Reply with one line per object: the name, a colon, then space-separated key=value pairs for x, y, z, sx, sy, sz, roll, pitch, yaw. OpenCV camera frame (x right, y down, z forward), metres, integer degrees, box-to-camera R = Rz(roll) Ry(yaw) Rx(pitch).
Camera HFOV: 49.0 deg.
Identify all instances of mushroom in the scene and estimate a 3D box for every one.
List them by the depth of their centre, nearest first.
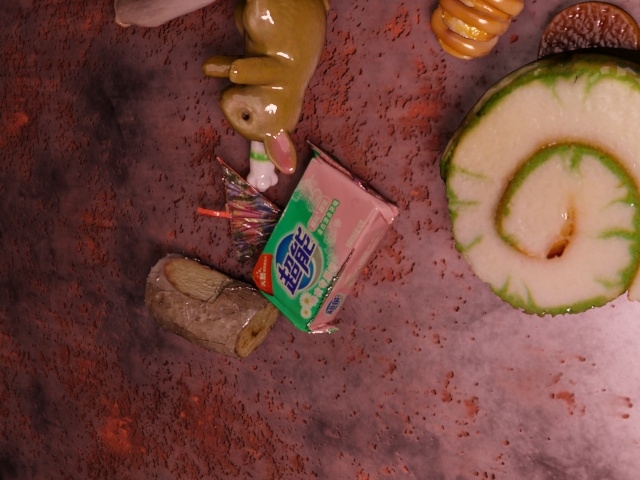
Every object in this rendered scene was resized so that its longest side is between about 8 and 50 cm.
mushroom: x=-0.273 y=-0.479 z=1.325 sx=0.351 sy=0.097 sz=0.109 roll=-13 pitch=88 yaw=36

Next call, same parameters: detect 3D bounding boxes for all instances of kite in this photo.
kite: x=-0.142 y=-0.050 z=1.304 sx=0.189 sy=0.009 sz=0.232 roll=5 pitch=122 yaw=11

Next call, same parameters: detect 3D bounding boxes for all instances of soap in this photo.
soap: x=0.002 y=0.000 z=1.207 sx=0.218 sy=0.098 sz=0.273 roll=42 pitch=115 yaw=28

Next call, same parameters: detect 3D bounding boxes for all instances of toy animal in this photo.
toy animal: x=-0.104 y=-0.258 z=1.187 sx=0.181 sy=0.180 sz=0.363 roll=-139 pitch=62 yaw=-67

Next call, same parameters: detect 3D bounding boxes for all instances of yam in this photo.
yam: x=-0.208 y=0.130 z=1.334 sx=0.254 sy=0.154 sz=0.154 roll=22 pitch=108 yaw=25

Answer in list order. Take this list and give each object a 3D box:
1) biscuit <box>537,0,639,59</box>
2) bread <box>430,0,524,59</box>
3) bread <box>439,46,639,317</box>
biscuit: x=0.390 y=-0.213 z=0.954 sx=0.180 sy=0.039 sz=0.236 roll=-32 pitch=83 yaw=40
bread: x=0.232 y=-0.349 z=1.021 sx=0.119 sy=0.084 sz=0.177 roll=43 pitch=121 yaw=22
bread: x=0.351 y=-0.061 z=0.925 sx=0.382 sy=0.129 sz=0.366 roll=39 pitch=127 yaw=22
